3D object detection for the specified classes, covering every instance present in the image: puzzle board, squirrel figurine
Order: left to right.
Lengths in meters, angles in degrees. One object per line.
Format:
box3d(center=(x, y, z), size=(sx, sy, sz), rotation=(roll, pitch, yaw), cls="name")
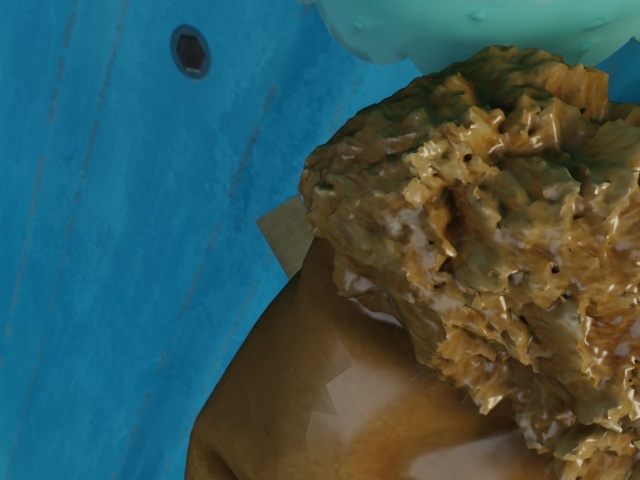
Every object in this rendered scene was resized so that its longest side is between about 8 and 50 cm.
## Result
box3d(center=(0.000, 0.000, 0.889), size=(0.128, 0.011, 0.096), rotation=(-29, 91, 47), cls="puzzle board")
box3d(center=(0.153, 0.106, 0.470), size=(0.370, 0.281, 0.397), rotation=(39, 146, 24), cls="squirrel figurine")

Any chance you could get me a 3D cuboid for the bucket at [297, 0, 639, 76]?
box3d(center=(0.092, -0.229, 0.445), size=(0.281, 0.281, 0.183), rotation=(47, 170, 12), cls="bucket")
